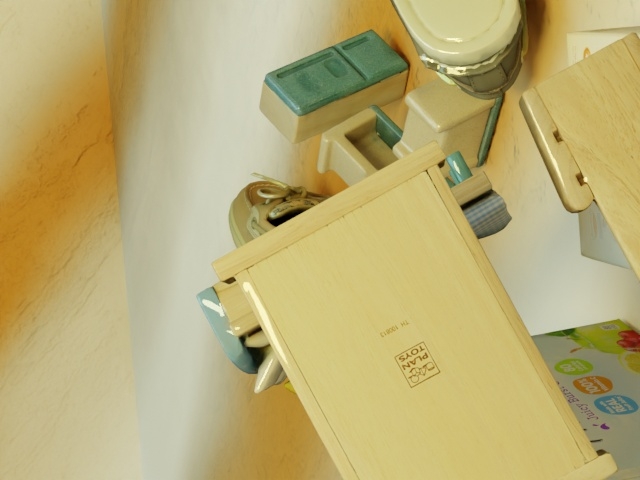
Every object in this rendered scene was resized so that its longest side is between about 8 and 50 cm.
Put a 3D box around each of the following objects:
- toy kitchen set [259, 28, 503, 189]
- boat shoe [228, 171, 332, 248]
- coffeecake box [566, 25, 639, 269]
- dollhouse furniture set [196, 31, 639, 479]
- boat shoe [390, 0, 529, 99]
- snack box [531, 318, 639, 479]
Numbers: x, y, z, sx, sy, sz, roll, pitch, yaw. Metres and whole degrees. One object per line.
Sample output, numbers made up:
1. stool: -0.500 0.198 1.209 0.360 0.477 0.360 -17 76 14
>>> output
1. toy kitchen set: 0.066 -0.122 1.594 0.207 0.122 0.166 47 147 28
2. boat shoe: 0.000 0.000 1.855 0.285 0.104 0.089 41 133 50
3. coffeecake box: 0.215 -0.052 1.145 0.185 0.068 0.142 -158 62 -71
4. dollhouse furniture set: 0.097 0.050 1.173 0.198 0.286 0.303 62 -179 4
5. boat shoe: 0.075 -0.238 1.454 0.091 0.109 0.305 57 -167 -60
6. snack box: 0.158 0.127 1.236 0.207 0.174 0.070 -136 39 -65
